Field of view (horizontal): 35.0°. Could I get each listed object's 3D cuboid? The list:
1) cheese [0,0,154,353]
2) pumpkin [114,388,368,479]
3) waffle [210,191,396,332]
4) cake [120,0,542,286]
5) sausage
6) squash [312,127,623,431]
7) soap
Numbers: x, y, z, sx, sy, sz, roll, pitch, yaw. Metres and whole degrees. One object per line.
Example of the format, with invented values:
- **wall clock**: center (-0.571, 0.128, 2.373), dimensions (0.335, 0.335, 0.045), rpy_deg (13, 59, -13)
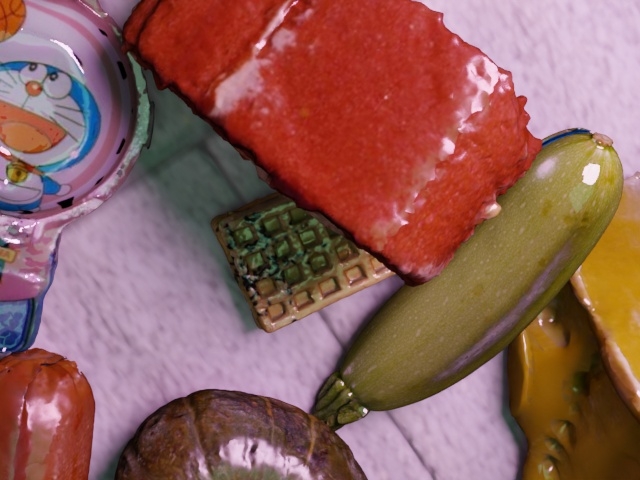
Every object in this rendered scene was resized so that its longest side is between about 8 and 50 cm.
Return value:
- **cheese**: center (-0.220, -0.057, 0.713), dimensions (0.189, 0.074, 0.286), rpy_deg (13, 101, -18)
- **pumpkin**: center (-0.058, 0.229, 0.780), dimensions (0.219, 0.162, 0.219), rpy_deg (-2, 100, -14)
- **waffle**: center (0.000, 0.001, 0.794), dimensions (0.148, 0.042, 0.102), rpy_deg (-23, 107, -5)
- **cake**: center (0.005, -0.099, 0.676), dimensions (0.283, 0.177, 0.151), rpy_deg (38, 95, 11)
- **sausage**: center (-0.235, 0.245, 0.762), dimensions (0.102, 0.102, 0.330), rpy_deg (4, 94, -13)
- **squash**: center (0.111, 0.050, 0.783), dimensions (0.094, 0.094, 0.341), rpy_deg (32, 116, -17)
- **soap**: center (0.242, 0.153, 0.887), dimensions (0.169, 0.304, 0.338), rpy_deg (-9, 145, -16)
